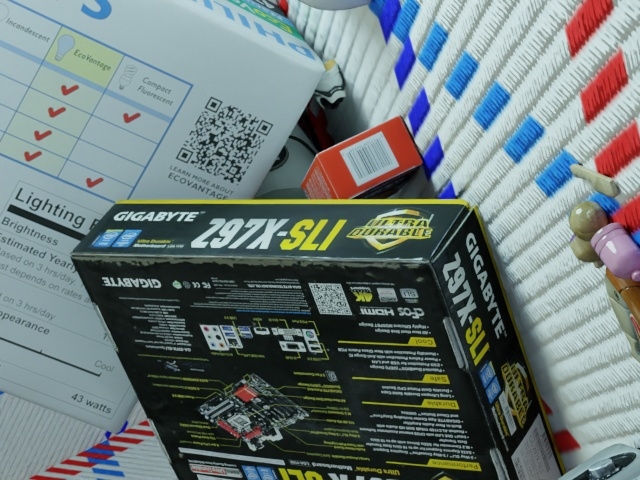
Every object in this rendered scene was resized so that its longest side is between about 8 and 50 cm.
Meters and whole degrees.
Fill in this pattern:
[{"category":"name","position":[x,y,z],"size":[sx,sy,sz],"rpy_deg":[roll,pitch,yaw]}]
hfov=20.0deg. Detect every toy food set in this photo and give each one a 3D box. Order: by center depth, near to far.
[{"category":"toy food set","position":[0.157,0.021,0.963],"size":[0.122,0.019,0.078],"rpy_deg":[66,172,-16]}]

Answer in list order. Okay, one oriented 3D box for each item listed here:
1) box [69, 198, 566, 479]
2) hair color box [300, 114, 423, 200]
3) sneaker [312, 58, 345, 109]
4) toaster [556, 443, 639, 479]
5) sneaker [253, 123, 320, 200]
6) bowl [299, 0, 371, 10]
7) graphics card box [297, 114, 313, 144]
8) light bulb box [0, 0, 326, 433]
[{"category":"box","position":[-0.004,0.092,1.351],"size":[0.322,0.079,0.257],"rpy_deg":[0,128,34]},{"category":"hair color box","position":[0.029,-0.050,1.378],"size":[0.043,0.072,0.141],"rpy_deg":[64,173,3]},{"category":"sneaker","position":[0.001,-0.122,1.478],"size":[0.037,0.032,0.083],"rpy_deg":[64,173,-2]},{"category":"toaster","position":[0.192,0.222,1.051],"size":[0.186,0.110,0.168],"rpy_deg":[64,173,-4]},{"category":"sneaker","position":[0.000,0.000,1.649],"size":[0.330,0.122,0.146],"rpy_deg":[72,-172,-59]},{"category":"bowl","position":[-0.025,-0.227,1.247],"size":[0.142,0.053,0.142],"rpy_deg":[53,168,56]},{"category":"graphics card box","position":[-0.106,-0.023,1.735],"size":[0.094,0.232,0.371],"rpy_deg":[48,160,60]},{"category":"light bulb box","position":[-0.248,-0.092,1.475],"size":[0.357,0.361,0.225],"rpy_deg":[24,-164,-24]}]
